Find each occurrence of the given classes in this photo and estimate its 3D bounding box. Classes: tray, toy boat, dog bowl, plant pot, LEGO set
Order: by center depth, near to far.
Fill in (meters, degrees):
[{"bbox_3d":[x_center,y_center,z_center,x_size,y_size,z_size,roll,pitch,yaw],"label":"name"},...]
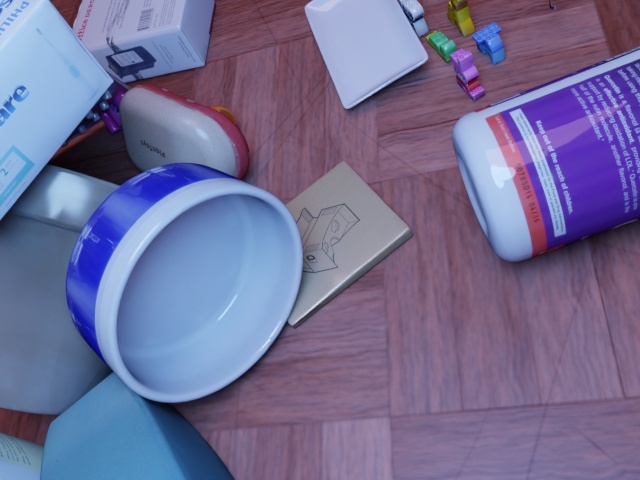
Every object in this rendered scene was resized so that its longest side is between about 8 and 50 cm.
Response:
[{"bbox_3d":[-0.204,0.274,0.714,0.165,0.166,0.234,-39,48,-4],"label":"plant pot"},{"bbox_3d":[-0.150,0.047,0.749,0.104,0.265,0.265,27,73,39],"label":"dog bowl"},{"bbox_3d":[-0.352,0.062,0.835,0.323,0.323,0.280,12,83,27],"label":"plant pot"},{"bbox_3d":[0.198,-0.325,0.948,0.087,0.093,0.227,-30,54,2],"label":"LEGO set"},{"bbox_3d":[-0.193,-0.165,1.001,0.231,0.151,0.151,28,45,32],"label":"toy boat"},{"bbox_3d":[0.069,-0.330,1.033,0.145,0.030,0.270,-29,54,16],"label":"tray"}]

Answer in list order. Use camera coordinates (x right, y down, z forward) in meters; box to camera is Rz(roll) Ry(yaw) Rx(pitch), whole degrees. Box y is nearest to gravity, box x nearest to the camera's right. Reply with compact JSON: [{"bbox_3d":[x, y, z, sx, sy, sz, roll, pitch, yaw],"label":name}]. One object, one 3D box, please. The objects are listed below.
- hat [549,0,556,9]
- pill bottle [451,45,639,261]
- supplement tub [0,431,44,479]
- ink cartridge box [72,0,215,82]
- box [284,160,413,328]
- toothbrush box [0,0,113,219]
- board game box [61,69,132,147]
[{"bbox_3d":[0.382,-0.442,0.983,0.208,0.184,0.173,-12,12,-17],"label":"hat"},{"bbox_3d":[0.324,-0.107,0.716,0.323,0.181,0.181,-20,56,9],"label":"pill bottle"},{"bbox_3d":[-0.414,0.307,0.673,0.235,0.325,0.235,-10,57,16],"label":"supplement tub"},{"bbox_3d":[-0.331,-0.397,1.197,0.237,0.100,0.172,-7,59,17],"label":"ink cartridge box"},{"bbox_3d":[0.000,0.000,0.879,0.201,0.021,0.164,-38,55,-4],"label":"box"},{"bbox_3d":[-0.409,-0.167,0.677,0.295,0.126,0.216,23,71,27],"label":"toothbrush box"},{"bbox_3d":[-0.481,-0.138,0.967,0.390,0.390,0.050,-32,92,1],"label":"board game box"}]
